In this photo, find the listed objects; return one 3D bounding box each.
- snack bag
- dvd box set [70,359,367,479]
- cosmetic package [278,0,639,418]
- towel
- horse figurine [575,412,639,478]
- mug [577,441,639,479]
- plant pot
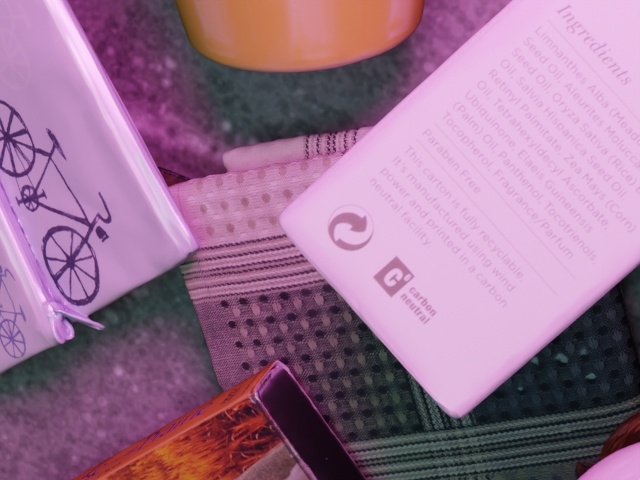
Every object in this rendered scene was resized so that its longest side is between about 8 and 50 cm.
[{"bbox_3d":[-0.262,-0.063,1.449,0.342,0.037,0.323,-26,91,42],"label":"snack bag"},{"bbox_3d":[-0.106,0.310,1.479,0.420,0.062,0.307,-30,97,30],"label":"dvd box set"},{"bbox_3d":[0.208,-0.111,1.133,0.453,0.230,0.161,-43,86,13],"label":"cosmetic package"},{"bbox_3d":[0.065,0.065,1.379,0.324,0.056,0.312,-10,108,21],"label":"towel"},{"bbox_3d":[0.305,0.155,1.276,0.263,0.066,0.174,6,123,8],"label":"horse figurine"},{"bbox_3d":[0.196,0.301,1.194,0.374,0.276,0.328,-2,120,9],"label":"mug"},{"bbox_3d":[-0.024,-0.250,1.249,0.254,0.254,0.239,7,121,21],"label":"plant pot"}]
